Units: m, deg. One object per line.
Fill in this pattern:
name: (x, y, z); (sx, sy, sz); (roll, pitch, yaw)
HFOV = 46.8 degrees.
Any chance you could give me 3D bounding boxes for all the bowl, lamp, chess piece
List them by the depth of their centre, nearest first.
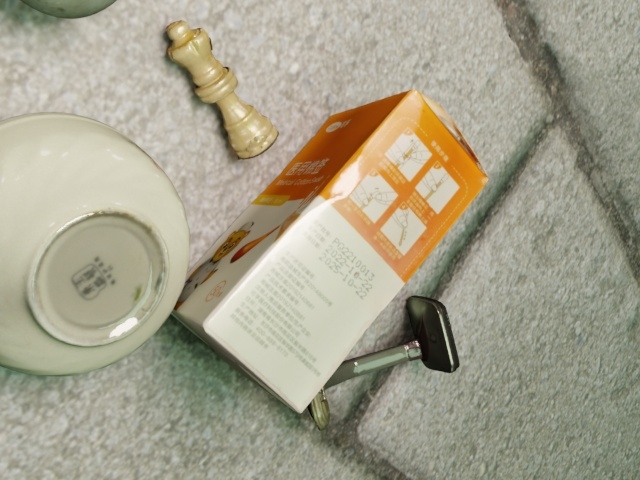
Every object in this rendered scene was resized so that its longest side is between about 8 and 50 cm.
bowl: (-0.243, 0.018, 0.733); (0.277, 0.145, 0.277); (-15, 114, -37)
chess piece: (-0.114, -0.171, 0.826); (0.060, 0.060, 0.172); (-46, 125, -17)
lamp: (0.061, 0.125, 1.055); (0.283, 0.124, 0.203); (-13, 93, -32)

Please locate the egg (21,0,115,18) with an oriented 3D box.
egg: (-0.219, -0.309, 0.617); (0.169, 0.169, 0.236); (-18, 118, -34)

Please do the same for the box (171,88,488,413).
box: (0.000, 0.000, 0.847); (0.143, 0.225, 0.341); (44, 76, -18)
